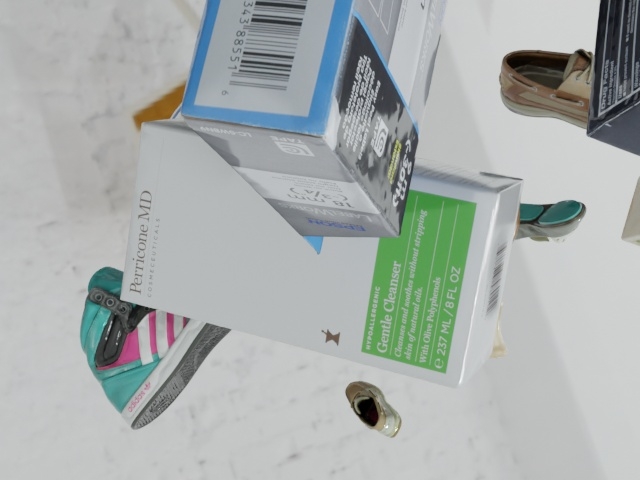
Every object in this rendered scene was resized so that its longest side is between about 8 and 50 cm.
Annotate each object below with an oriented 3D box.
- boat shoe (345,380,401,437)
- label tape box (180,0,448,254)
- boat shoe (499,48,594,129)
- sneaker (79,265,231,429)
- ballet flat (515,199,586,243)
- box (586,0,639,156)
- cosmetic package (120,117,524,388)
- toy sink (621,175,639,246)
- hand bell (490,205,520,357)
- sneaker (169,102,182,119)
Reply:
[{"bbox_3d":[0.070,0.243,1.655,0.045,0.050,0.135,23,-174,-33],"label":"boat shoe"},{"bbox_3d":[0.025,-0.136,0.844,0.106,0.241,0.333,8,167,18],"label":"label tape box"},{"bbox_3d":[0.466,-0.275,1.988,0.324,0.123,0.116,8,148,27],"label":"boat shoe"},{"bbox_3d":[-0.205,0.078,1.443,0.295,0.178,0.124,-50,166,9],"label":"sneaker"},{"bbox_3d":[0.381,-0.028,1.855,0.072,0.068,0.213,-43,-162,-18],"label":"ballet flat"},{"bbox_3d":[0.417,-0.252,1.061,0.182,0.296,0.294,18,158,-16],"label":"box"},{"bbox_3d":[0.000,0.000,1.128,0.365,0.197,0.155,11,-168,18],"label":"cosmetic package"},{"bbox_3d":[0.642,-0.023,1.842,0.234,0.131,0.153,18,174,-4],"label":"toy sink"},{"bbox_3d":[0.265,0.049,1.747,0.126,0.242,0.126,14,-165,-4],"label":"hand bell"},{"bbox_3d":[-0.066,-0.165,1.645,0.315,0.182,0.127,-28,150,9],"label":"sneaker"}]
